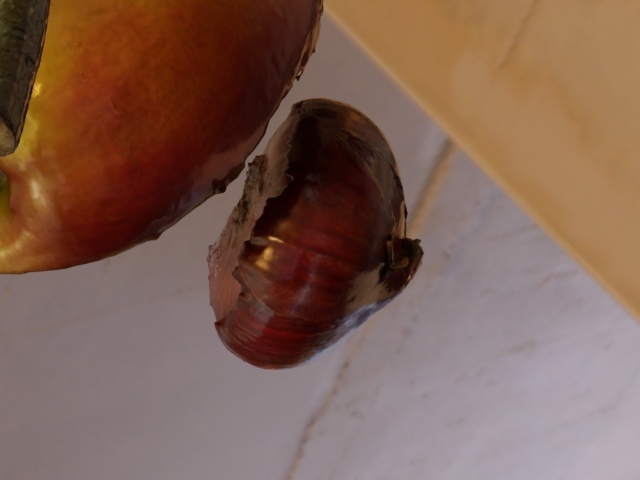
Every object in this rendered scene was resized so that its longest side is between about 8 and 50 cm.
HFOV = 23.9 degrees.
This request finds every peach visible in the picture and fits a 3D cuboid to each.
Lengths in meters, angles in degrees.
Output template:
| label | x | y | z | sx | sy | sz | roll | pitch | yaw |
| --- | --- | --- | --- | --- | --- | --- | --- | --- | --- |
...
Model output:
| label | x | y | z | sx | sy | sz | roll | pitch | yaw |
| --- | --- | --- | --- | --- | --- | --- | --- | --- | --- |
| peach | -0.166 | -0.184 | 1.136 | 0.242 | 0.306 | 0.380 | 64 | -148 | -34 |

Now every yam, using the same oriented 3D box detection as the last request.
| label | x | y | z | sx | sy | sz | roll | pitch | yaw |
| --- | --- | --- | --- | --- | --- | --- | --- | --- | --- |
| yam | -0.140 | -0.082 | 0.646 | 0.043 | 0.094 | 0.043 | 5 | -32 | 3 |

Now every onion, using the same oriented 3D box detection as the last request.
| label | x | y | z | sx | sy | sz | roll | pitch | yaw |
| --- | --- | --- | --- | --- | --- | --- | --- | --- | --- |
| onion | -0.011 | -0.002 | 1.281 | 0.161 | 0.248 | 0.248 | 38 | -77 | -17 |
